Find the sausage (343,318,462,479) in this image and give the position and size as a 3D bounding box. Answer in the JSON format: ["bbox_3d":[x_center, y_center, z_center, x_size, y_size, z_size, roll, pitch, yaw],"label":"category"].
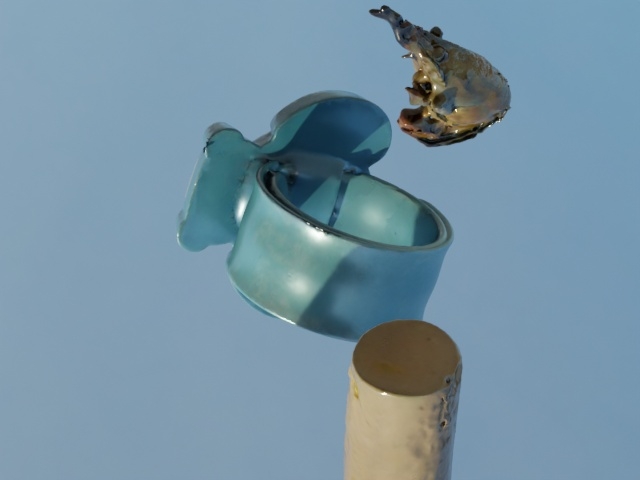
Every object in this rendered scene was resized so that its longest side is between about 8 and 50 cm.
[{"bbox_3d":[0.046,0.158,1.014,0.065,0.301,0.066,-2,-135,3],"label":"sausage"}]

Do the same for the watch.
[{"bbox_3d":[0.000,0.000,1.487,0.211,0.211,0.193,-19,-145,-17],"label":"watch"}]

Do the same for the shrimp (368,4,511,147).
[{"bbox_3d":[0.106,-0.148,1.815,0.117,0.262,0.066,-43,-126,17],"label":"shrimp"}]
